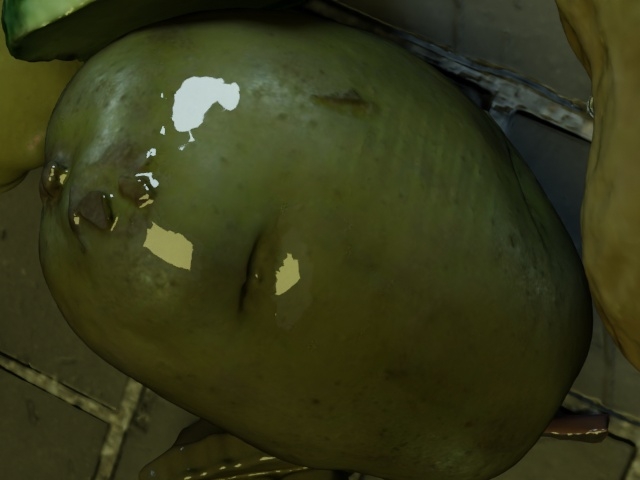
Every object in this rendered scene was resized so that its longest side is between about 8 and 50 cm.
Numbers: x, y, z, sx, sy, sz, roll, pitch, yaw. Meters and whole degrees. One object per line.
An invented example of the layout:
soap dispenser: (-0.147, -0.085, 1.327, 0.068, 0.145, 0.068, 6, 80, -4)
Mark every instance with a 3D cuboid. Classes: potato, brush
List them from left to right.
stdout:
potato: (0.000, 0.000, 0.841, 0.326, 0.243, 0.221, 31, 126, -25)
brush: (0.033, 0.130, 0.986, 0.301, 0.084, 0.071, -9, 107, 18)

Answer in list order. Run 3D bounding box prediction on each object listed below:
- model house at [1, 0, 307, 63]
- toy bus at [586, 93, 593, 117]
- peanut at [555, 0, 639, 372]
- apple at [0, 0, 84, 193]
model house: (-0.083, -0.215, 0.854, 0.195, 0.214, 0.189, -18, 89, 26)
toy bus: (0.174, -0.120, 0.860, 0.065, 0.047, 0.166, -9, 102, 20)
peanut: (0.190, -0.104, 0.737, 0.192, 0.169, 0.387, 3, 96, 52)
apple: (-0.227, -0.124, 0.942, 0.200, 0.200, 0.200, 6, 109, 20)
